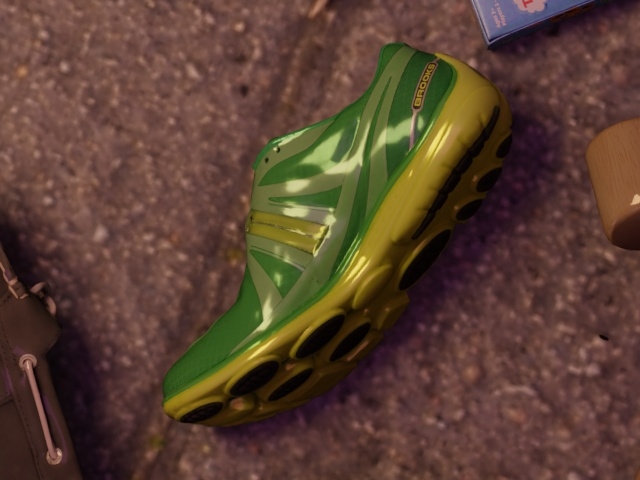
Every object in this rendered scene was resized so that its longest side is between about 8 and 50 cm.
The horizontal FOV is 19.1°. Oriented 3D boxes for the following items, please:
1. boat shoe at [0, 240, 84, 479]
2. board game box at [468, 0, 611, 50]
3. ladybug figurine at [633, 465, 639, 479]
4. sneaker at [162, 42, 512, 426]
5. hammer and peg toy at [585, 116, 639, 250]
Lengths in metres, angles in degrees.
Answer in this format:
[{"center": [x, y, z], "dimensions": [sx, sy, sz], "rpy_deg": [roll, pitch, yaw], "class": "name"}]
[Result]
[{"center": [-0.189, 0.111, 1.228], "dimensions": [0.095, 0.112, 0.335], "rpy_deg": [-10, 93, -14], "class": "boat shoe"}, {"center": [0.178, -0.237, 1.238], "dimensions": [0.211, 0.039, 0.160], "rpy_deg": [-21, 87, 3], "class": "board game box"}, {"center": [0.320, 0.257, 1.150], "dimensions": [0.305, 0.162, 0.449], "rpy_deg": [9, 89, 4], "class": "ladybug figurine"}, {"center": [0.000, 0.000, 1.226], "dimensions": [0.295, 0.109, 0.123], "rpy_deg": [-49, 60, 4], "class": "sneaker"}, {"center": [0.333, -0.072, 1.127], "dimensions": [0.361, 0.266, 0.127], "rpy_deg": [-14, 66, 4], "class": "hammer and peg toy"}]
